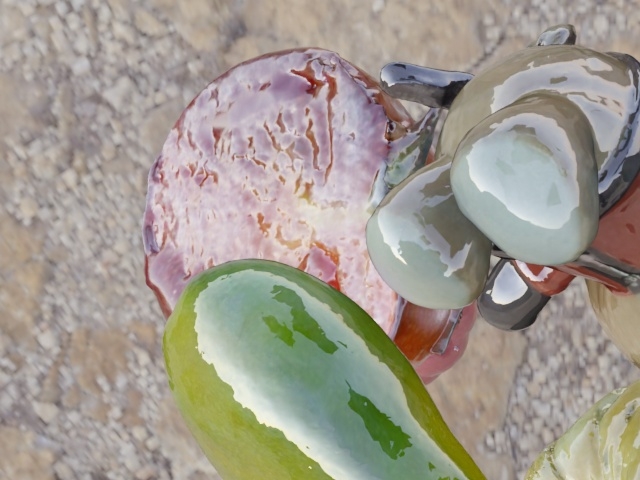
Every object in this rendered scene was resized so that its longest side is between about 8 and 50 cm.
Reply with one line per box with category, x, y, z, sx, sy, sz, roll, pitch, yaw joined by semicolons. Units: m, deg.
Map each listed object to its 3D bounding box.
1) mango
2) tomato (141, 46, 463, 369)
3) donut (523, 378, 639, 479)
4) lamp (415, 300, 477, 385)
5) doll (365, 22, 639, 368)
mango;0.000;0.092;0.679;0.085;0.122;0.191;-30;81;-44
tomato;0.006;0.000;1.225;0.309;0.170;0.309;-12;73;41
donut;0.308;0.246;1.066;0.360;0.170;0.360;-1;93;-24
lamp;0.090;0.067;1.575;0.140;0.182;0.182;-4;50;-42
doll;0.189;-0.008;0.832;0.330;0.235;0.174;24;56;-24
